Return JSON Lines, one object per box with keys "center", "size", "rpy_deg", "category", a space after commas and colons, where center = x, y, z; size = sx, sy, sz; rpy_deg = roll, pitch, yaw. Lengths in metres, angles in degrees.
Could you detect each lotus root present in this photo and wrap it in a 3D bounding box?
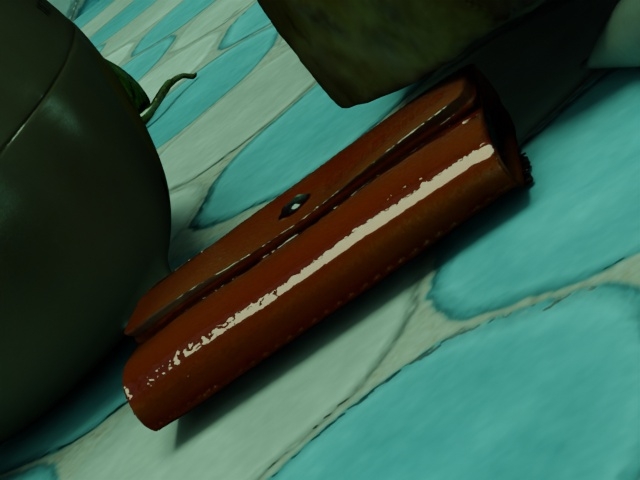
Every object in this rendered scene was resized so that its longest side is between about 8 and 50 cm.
{"center": [0.123, -0.198, 0.992], "size": [0.390, 0.111, 0.375], "rpy_deg": [-41, 6, -41], "category": "lotus root"}

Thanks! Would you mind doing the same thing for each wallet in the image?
{"center": [0.000, 0.000, 0.873], "size": [0.204, 0.045, 0.142], "rpy_deg": [-35, 14, 13], "category": "wallet"}

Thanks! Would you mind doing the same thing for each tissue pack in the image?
{"center": [-0.234, -0.025, 1.107], "size": [0.267, 0.277, 0.387], "rpy_deg": [-45, 12, 3], "category": "tissue pack"}

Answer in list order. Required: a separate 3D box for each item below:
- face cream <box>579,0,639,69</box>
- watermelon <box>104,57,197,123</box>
{"center": [0.178, -0.118, 0.736], "size": [0.143, 0.089, 0.314], "rpy_deg": [-40, 5, 2], "category": "face cream"}
{"center": [-0.262, -0.110, 1.721], "size": [0.232, 0.127, 0.204], "rpy_deg": [-16, 22, 45], "category": "watermelon"}
